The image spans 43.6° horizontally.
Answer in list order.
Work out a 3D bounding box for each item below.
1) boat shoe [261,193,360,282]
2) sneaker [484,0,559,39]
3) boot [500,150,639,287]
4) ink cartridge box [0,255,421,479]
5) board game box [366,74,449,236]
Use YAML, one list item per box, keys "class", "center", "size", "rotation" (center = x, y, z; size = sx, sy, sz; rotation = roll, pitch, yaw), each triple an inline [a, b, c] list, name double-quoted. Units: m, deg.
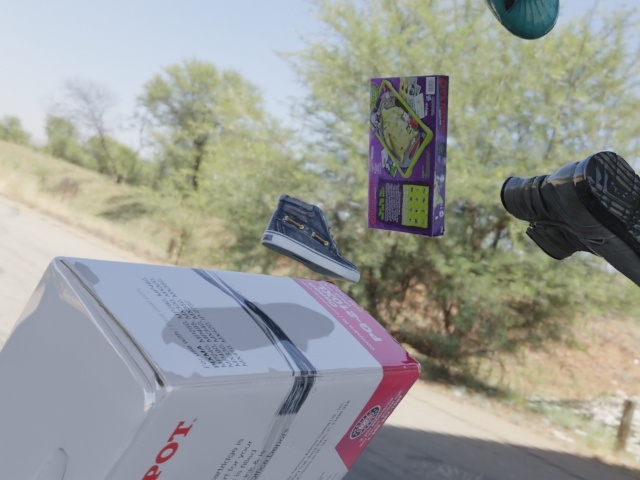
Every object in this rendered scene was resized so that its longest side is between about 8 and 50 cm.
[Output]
- class: "boat shoe"
  center: [0.000, 0.000, 1.209]
  size: [0.183, 0.083, 0.065]
  rotation: [28, -15, -34]
- class: "sneaker"
  center: [0.253, -0.418, 1.080]
  size: [0.108, 0.302, 0.121]
  rotation: [-20, 10, 9]
- class: "boot"
  center: [0.332, 0.002, 0.926]
  size: [0.246, 0.083, 0.161]
  rotation: [47, -22, -11]
- class: "ink cartridge box"
  center: [-0.073, 0.109, 0.455]
  size: [0.100, 0.172, 0.237]
  rotation: [43, 17, 29]
- class: "board game box"
  center: [0.191, -0.190, 1.783]
  size: [0.056, 0.346, 0.208]
  rotation: [-8, 12, -44]
